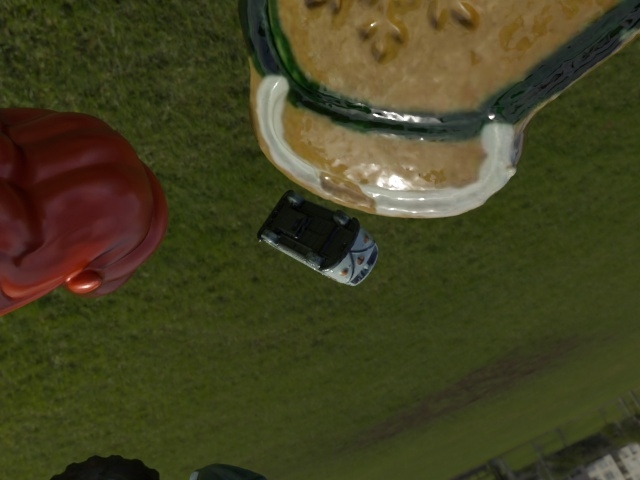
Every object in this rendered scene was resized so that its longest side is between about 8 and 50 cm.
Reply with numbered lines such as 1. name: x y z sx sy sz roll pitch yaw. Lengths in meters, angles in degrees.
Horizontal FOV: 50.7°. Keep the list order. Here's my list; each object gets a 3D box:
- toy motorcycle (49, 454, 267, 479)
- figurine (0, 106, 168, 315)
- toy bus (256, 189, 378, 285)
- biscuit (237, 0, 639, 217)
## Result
1. toy motorcycle: -0.087 0.334 0.569 0.232 0.416 0.172 -1 123 -35
2. figurine: -0.247 -0.010 0.461 0.257 0.181 0.208 -19 136 -2
3. toy bus: 0.000 0.000 0.910 0.089 0.194 0.087 38 82 -36
4. biscuit: 0.076 -0.171 0.429 0.057 0.288 0.343 -43 143 -58
